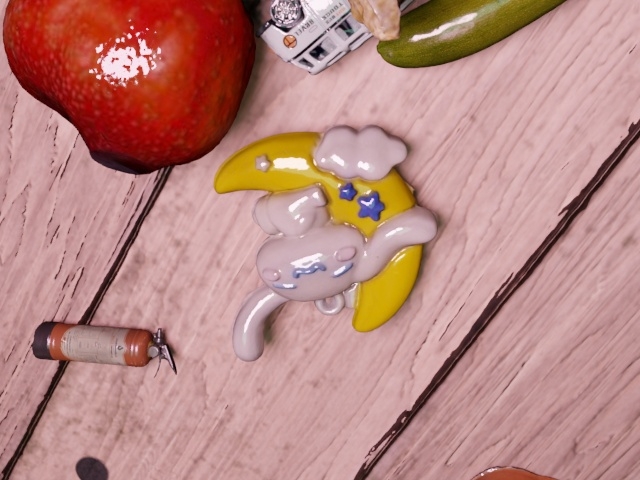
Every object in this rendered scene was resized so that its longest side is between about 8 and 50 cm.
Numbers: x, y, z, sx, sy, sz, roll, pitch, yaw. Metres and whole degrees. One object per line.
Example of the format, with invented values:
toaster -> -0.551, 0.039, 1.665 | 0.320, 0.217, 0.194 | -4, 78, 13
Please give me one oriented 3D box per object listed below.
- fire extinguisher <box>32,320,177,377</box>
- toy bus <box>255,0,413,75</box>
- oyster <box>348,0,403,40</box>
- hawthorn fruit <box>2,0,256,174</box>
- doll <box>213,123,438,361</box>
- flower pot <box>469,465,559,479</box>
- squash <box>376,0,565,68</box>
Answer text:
fire extinguisher -> -0.261, 0.133, 0.905 | 0.177, 0.050, 0.062 | 4, 91, 9
toy bus -> 0.030, -0.237, 0.706 | 0.194, 0.087, 0.089 | -36, 104, 20
oyster -> -0.010, -0.326, 0.607 | 0.166, 0.110, 0.341 | -13, 81, 33
hawthorn fruit -> -0.158, -0.201, 0.678 | 0.230, 0.210, 0.266 | 48, 118, 28
doll -> 0.000, 0.000, 0.781 | 0.252, 0.111, 0.237 | -14, 108, 5
flower pot -> 0.233, 0.390, 0.847 | 0.191, 0.173, 0.190 | 2, 110, 7
squash -> 0.174, -0.230, 0.693 | 0.258, 0.069, 0.069 | -26, 103, 18
